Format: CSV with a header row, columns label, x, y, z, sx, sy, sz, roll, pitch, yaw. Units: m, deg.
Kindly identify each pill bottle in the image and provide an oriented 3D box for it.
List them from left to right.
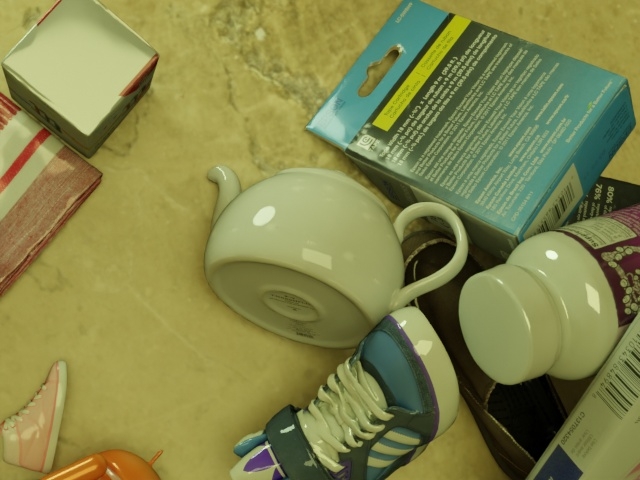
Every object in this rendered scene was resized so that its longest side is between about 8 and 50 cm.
label,x,y,z,sx,sy,sz,roll,pitch,yaw
pill bottle,0.312,0.059,1.237,0.302,0.169,0.169,-16,87,-27

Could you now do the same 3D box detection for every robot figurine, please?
label,x,y,z,sx,sy,sz,roll,pitch,yaw
robot figurine,-0.265,0.321,1.252,0.219,0.128,0.158,-31,98,-31

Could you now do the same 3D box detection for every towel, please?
label,x,y,z,sx,sy,sz,roll,pitch,yaw
towel,-0.462,-0.092,1.320,0.329,0.037,0.237,39,78,-4

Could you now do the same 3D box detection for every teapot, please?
label,x,y,z,sx,sy,sz,roll,pitch,yaw
teapot,0.000,0.000,1.305,0.256,0.252,0.187,33,61,-21

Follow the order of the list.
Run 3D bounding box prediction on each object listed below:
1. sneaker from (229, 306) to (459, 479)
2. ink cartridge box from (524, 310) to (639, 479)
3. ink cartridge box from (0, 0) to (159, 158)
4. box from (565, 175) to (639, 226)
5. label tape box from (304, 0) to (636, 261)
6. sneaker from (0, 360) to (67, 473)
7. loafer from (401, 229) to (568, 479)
label,x,y,z,sx,sy,sz,roll,pitch,yaw
sneaker,0.014,0.216,1.239,0.236,0.322,0.130,-23,63,-18
ink cartridge box,0.407,0.210,1.274,0.330,0.071,0.324,0,128,-37
ink cartridge box,-0.280,-0.192,1.293,0.127,0.176,0.128,40,79,-7
box,0.377,0.006,1.429,0.207,0.108,0.153,13,82,-9
label tape box,0.185,-0.142,1.389,0.334,0.106,0.240,30,77,33
sneaker,-0.341,0.205,1.303,0.070,0.051,0.134,12,86,-14
loafer,0.218,0.141,1.374,0.134,0.130,0.365,-35,91,-12
